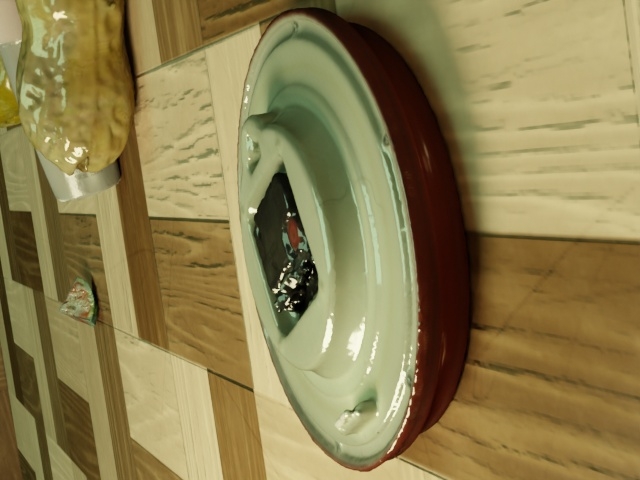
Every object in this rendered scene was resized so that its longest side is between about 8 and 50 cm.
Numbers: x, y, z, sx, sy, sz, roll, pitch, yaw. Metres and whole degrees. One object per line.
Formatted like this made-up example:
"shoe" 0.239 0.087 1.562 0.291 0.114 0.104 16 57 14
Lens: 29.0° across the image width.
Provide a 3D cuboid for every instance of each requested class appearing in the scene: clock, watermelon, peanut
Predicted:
"clock" 0.000 0.000 0.853 0.318 0.080 0.319 169 90 -70
"watermelon" -0.377 0.107 1.912 0.085 0.061 0.085 15 107 60
"peanut" -0.289 -0.235 1.425 0.149 0.149 0.313 -151 54 -64

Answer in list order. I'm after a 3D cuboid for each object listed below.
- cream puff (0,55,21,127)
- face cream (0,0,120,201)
"cream puff" -0.465 -0.332 1.713 0.378 0.275 0.378 16 117 35
"face cream" -0.327 -0.187 1.546 0.073 0.107 0.269 26 135 58
